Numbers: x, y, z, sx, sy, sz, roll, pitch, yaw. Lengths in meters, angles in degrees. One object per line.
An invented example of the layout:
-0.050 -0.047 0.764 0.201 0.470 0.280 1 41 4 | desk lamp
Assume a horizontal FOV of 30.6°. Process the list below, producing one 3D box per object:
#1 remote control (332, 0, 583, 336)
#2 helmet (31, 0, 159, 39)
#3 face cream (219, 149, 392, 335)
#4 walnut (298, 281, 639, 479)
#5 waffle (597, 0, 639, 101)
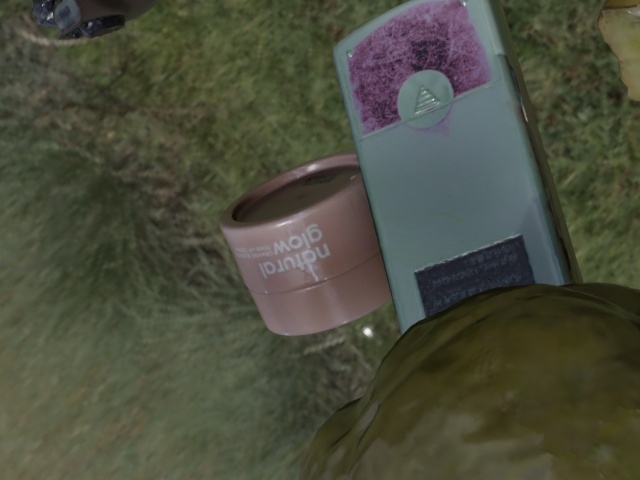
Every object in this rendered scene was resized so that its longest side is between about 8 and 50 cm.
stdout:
0.109 -0.024 0.892 0.050 0.145 0.344 15 -121 -60 | remote control
-0.196 -0.329 1.060 0.338 0.197 0.271 -170 62 -71 | helmet
0.000 0.000 1.004 0.149 0.149 0.104 6 124 56 | face cream
0.134 0.159 0.651 0.282 0.277 0.253 35 -155 -16 | walnut
0.351 -0.189 0.590 0.348 0.304 0.077 14 152 36 | waffle
